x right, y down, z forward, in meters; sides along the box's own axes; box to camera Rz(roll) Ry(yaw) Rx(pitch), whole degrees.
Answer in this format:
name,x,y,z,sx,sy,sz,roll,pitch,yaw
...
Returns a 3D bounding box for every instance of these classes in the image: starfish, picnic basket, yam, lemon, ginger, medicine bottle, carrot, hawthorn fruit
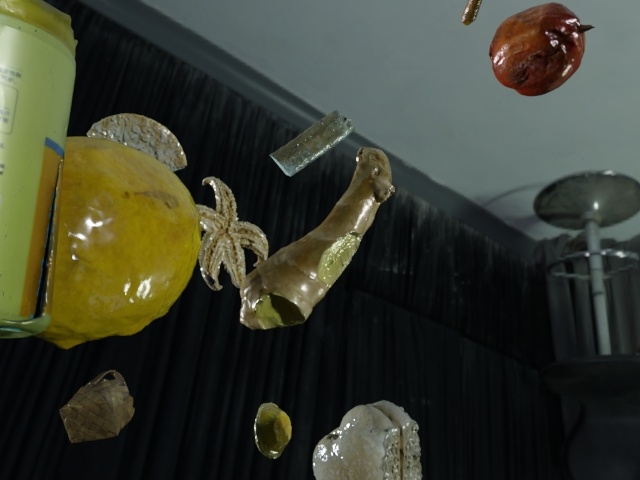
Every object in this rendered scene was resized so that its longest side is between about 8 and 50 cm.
name,x,y,z,sx,sy,sz,roll,pitch,yaw
starfish,-0.205,-0.018,1.323,0.216,0.238,0.071,6,160,-31
picnic basket,-0.489,0.370,1.493,0.138,0.178,0.127,-11,108,11
yam,-0.020,-0.293,1.971,0.259,0.093,0.093,-36,143,-2
lemon,-0.262,-0.002,0.741,0.234,0.233,0.288,-11,176,28
ginger,0.000,0.000,0.867,0.086,0.294,0.131,42,168,-24
medicine bottle,-0.232,-0.056,0.438,0.124,0.238,0.124,3,167,1
carrot,0.420,-0.652,1.781,0.042,0.042,0.170,8,151,-2
hawthorn fruit,0.419,-0.372,1.274,0.174,0.173,0.179,10,143,-5

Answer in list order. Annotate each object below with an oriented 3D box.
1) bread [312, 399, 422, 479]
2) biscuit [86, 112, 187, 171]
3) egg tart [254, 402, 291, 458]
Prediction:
name,x,y,z,sx,sy,sz,roll,pitch,yaw
bread,0.067,0.412,1.063,0.183,0.337,0.102,8,-165,40
biscuit,-0.484,-0.236,1.742,0.266,0.188,0.040,22,-169,-10
egg tart,-0.083,0.348,1.214,0.039,0.105,0.105,-16,143,28
